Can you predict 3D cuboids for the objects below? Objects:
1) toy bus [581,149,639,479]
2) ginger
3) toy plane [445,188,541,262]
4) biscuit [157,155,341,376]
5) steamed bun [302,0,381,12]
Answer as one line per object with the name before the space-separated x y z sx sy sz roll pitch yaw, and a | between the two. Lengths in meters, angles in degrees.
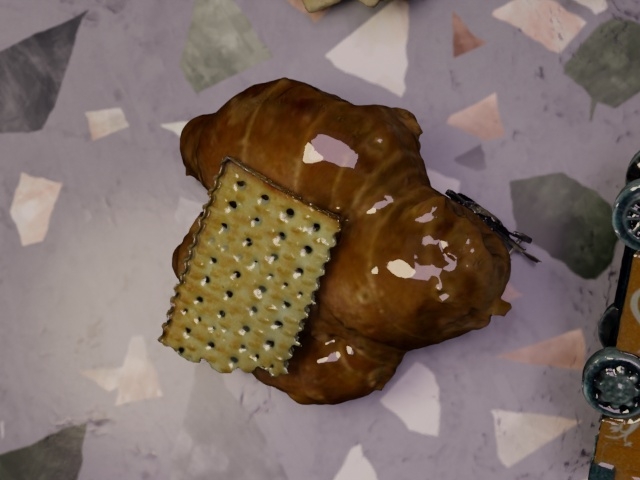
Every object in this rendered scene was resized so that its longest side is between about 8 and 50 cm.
toy bus | 0.336 0.059 0.917 0.194 0.162 0.324 11 110 17
ginger | -0.004 -0.010 1.031 0.357 0.152 0.274 51 118 13
toy plane | 0.166 -0.013 1.065 0.120 0.049 0.031 35 87 -9
biscuit | -0.066 0.039 0.977 0.144 0.016 0.203 28 111 21
steamed bun | 0.032 -0.318 1.074 0.177 0.106 0.192 29 92 21
